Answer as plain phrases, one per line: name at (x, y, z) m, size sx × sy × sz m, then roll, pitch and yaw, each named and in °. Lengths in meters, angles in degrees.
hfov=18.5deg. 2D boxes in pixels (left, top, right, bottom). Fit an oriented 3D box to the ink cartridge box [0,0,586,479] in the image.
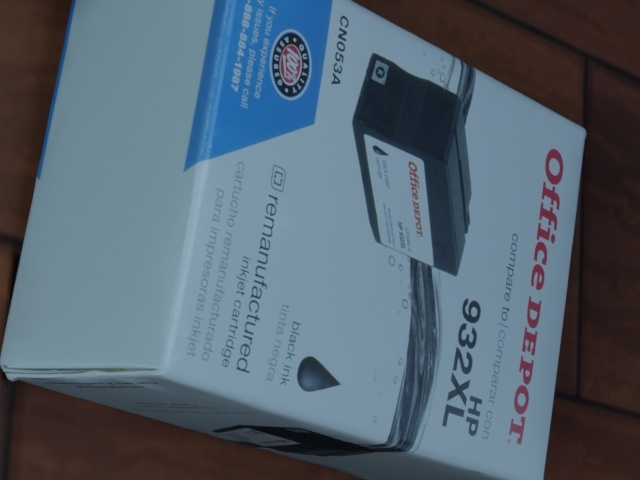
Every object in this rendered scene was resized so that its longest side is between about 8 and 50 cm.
ink cartridge box at (0.000, 0.000, 1.071) m, size 0.307 × 0.129 × 0.223 m, roll 22°, pitch 71°, yaw -45°
